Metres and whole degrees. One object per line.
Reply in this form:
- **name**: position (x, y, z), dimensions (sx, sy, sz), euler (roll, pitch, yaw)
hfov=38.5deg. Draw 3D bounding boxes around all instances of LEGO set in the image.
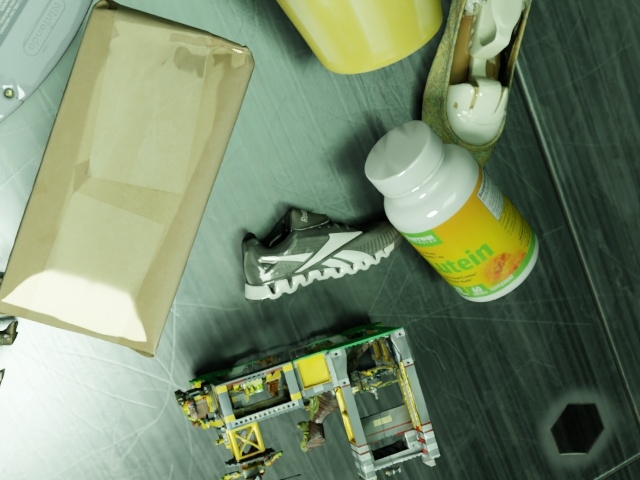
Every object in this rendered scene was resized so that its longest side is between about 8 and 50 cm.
- **LEGO set**: position (-0.005, 0.235, 1.169), dimensions (0.331, 0.255, 0.192), euler (-16, 89, -21)

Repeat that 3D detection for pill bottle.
- **pill bottle**: position (0.170, -0.040, 1.205), dimensions (0.136, 0.136, 0.245), euler (-48, 121, -3)

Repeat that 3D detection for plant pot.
- **plant pot**: position (0.033, -0.340, 1.079), dimensions (0.254, 0.254, 0.239), euler (-34, 124, -8)

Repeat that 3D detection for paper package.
- **paper package**: position (-0.217, -0.076, 1.007), dimensions (0.168, 0.309, 0.325), euler (18, 95, -15)

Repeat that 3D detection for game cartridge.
- **game cartridge**: position (-0.372, -0.280, 1.041), dimensions (0.198, 0.062, 0.297), euler (31, 97, -25)

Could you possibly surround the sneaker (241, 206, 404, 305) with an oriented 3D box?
- **sneaker**: position (0.000, 0.000, 1.213), dimensions (0.234, 0.078, 0.106), euler (-19, 108, -11)

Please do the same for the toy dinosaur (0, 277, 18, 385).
- **toy dinosaur**: position (-0.450, 0.097, 1.092), dimensions (0.160, 0.121, 0.314), euler (9, 109, -3)

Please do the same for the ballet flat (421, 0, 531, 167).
- **ballet flat**: position (0.213, -0.237, 1.212), dimensions (0.123, 0.123, 0.349), euler (7, 99, -18)
